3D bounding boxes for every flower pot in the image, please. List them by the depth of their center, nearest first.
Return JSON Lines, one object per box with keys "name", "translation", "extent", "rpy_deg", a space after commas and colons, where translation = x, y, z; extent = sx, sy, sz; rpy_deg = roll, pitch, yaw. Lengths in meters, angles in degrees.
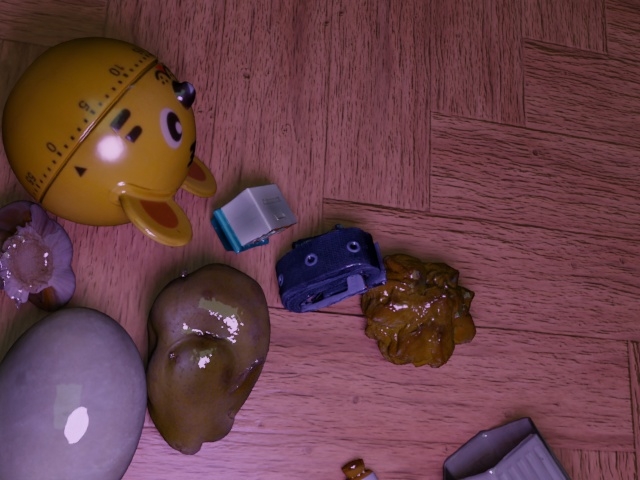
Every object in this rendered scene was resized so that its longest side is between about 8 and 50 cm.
{"name": "flower pot", "translation": [0.372, 0.483, 1.393], "extent": [0.209, 0.239, 0.189], "rpy_deg": [-34, 87, 9]}

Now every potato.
{"name": "potato", "translation": [-0.213, 0.215, 1.316], "extent": [0.218, 0.202, 0.351], "rpy_deg": [9, 86, -25]}

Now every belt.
{"name": "belt", "translation": [0.014, 0.072, 1.407], "extent": [0.218, 0.122, 0.128], "rpy_deg": [-23, 56, 21]}

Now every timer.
{"name": "timer", "translation": [-0.358, -0.171, 1.303], "extent": [0.387, 0.376, 0.376], "rpy_deg": [38, 69, -12]}

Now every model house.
{"name": "model house", "translation": [-0.145, -0.035, 1.437], "extent": [0.100, 0.149, 0.127], "rpy_deg": [62, 26, 5]}

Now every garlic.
{"name": "garlic", "translation": [-0.557, 0.061, 1.259], "extent": [0.257, 0.207, 0.207], "rpy_deg": [-40, 88, -14]}

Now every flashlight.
{"name": "flashlight", "translation": [0.000, 0.000, 1.513], "extent": [0.121, 0.035, 0.057], "rpy_deg": [-12, 80, -19]}

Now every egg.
{"name": "egg", "translation": [-0.424, 0.287, 1.198], "extent": [0.258, 0.258, 0.352], "rpy_deg": [17, 76, -11]}

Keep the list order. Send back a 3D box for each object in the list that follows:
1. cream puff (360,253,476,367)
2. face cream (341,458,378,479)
{"name": "cream puff", "translation": [0.204, 0.141, 1.468], "extent": [0.244, 0.196, 0.244], "rpy_deg": [-6, 102, -31]}
{"name": "face cream", "translation": [0.098, 0.517, 1.390], "extent": [0.072, 0.051, 0.182], "rpy_deg": [-22, 83, -19]}
